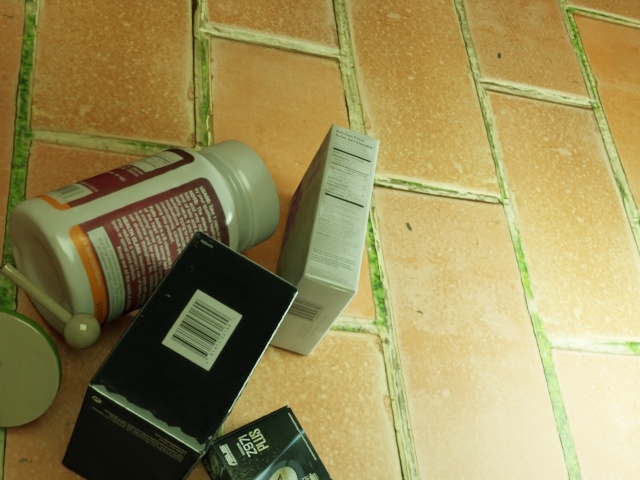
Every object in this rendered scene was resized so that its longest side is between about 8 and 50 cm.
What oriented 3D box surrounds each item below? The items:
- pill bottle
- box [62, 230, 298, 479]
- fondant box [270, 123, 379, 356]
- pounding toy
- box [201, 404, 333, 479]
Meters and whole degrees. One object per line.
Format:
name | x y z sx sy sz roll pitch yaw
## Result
pill bottle | -0.275 -0.019 1.505 0.392 0.224 0.224 -25 71 -34
box | -0.208 0.200 1.344 0.183 0.294 0.296 31 51 0
fondant box | 0.000 0.000 1.608 0.096 0.238 0.330 19 53 -10
pounding toy | -0.440 0.150 1.361 0.183 0.237 0.110 40 15 -9
box | -0.075 0.369 1.431 0.147 0.077 0.180 -20 69 -33
